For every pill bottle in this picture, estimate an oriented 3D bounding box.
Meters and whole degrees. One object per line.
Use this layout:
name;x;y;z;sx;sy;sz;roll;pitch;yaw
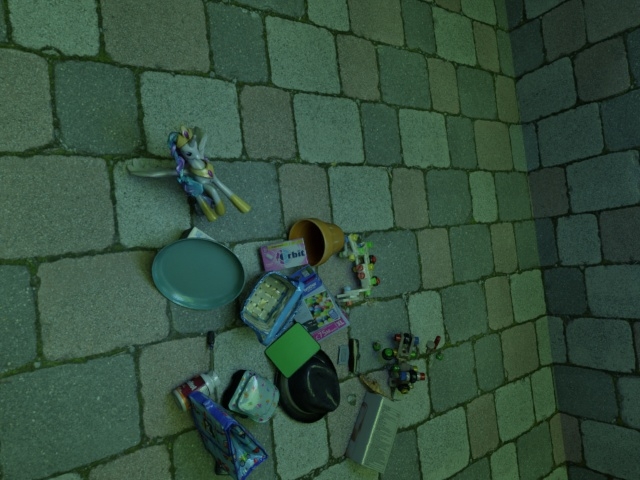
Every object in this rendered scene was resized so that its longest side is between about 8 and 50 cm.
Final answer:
pill bottle;-0.439;0.531;1.530;0.151;0.086;0.086;-28;100;-34

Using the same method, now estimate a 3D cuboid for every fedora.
fedora;-0.021;0.601;1.771;0.333;0.152;0.335;5;82;-34

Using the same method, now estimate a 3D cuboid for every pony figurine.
pony figurine;-0.445;-0.243;1.500;0.303;0.350;0.364;-48;130;-25

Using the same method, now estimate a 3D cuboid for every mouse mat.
mouse mat;-0.112;0.441;1.738;0.189;0.007;0.152;-39;68;-18

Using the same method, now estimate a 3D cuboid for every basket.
basket;-0.173;0.237;1.605;0.201;0.289;0.255;36;85;-17

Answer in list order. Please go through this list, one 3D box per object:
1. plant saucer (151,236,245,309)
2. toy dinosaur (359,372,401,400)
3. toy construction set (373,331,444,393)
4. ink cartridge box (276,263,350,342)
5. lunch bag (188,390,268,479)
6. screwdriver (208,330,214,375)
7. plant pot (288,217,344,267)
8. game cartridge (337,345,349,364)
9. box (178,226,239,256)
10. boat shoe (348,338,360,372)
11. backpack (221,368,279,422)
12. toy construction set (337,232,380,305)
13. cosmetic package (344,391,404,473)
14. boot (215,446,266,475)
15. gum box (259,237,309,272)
plant saucer;-0.422;0.113;1.507;0.317;0.317;0.044;37;24;-26
toy dinosaur;0.262;0.689;1.974;0.211;0.112;0.064;30;85;10
toy construction set;0.437;0.594;2.075;0.308;0.258;0.237;-16;138;-19
ink cartridge box;-0.035;0.272;1.796;0.185;0.065;0.311;-32;104;10
lunch bag;-0.328;0.635;1.455;0.138;0.220;0.294;-36;127;-32
screwdriver;-0.402;0.414;1.574;0.024;0.025;0.170;63;20;-60
plant pot;0.000;0.000;1.843;0.187;0.205;0.206;-12;91;-50
game cartridge;0.104;0.521;1.950;0.055;0.017;0.084;13;77;-29
box;-0.423;0.052;1.581;0.203;0.114;0.103;38;65;-27
boat shoe;0.159;0.526;1.962;0.049;0.056;0.153;6;81;-29
backpack;-0.248;0.593;1.622;0.188;0.144;0.166;41;58;-27
toy construction set;0.172;0.134;1.960;0.215;0.151;0.329;5;89;-59
cosmetic package;0.244;0.862;1.937;0.153;0.129;0.297;35;67;-25
boot;-0.300;0.825;1.610;0.189;0.069;0.086;10;86;-25
gum box;-0.150;0.060;1.748;0.188;0.062;0.107;-12;90;3
